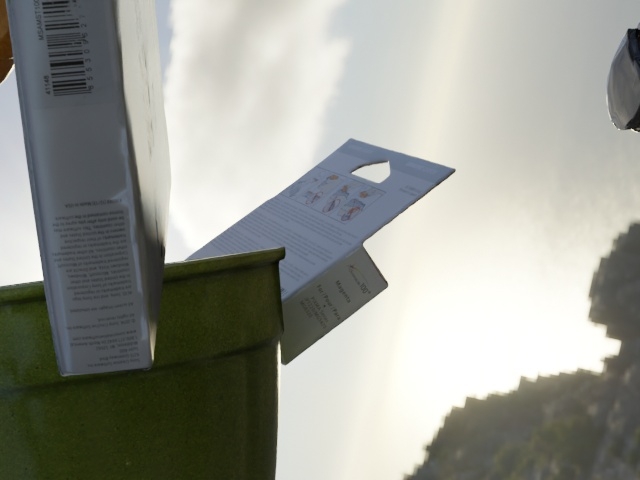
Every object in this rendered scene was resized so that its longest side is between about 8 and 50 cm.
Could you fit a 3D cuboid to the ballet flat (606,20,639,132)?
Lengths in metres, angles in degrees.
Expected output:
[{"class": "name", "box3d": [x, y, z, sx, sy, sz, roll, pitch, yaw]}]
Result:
[{"class": "ballet flat", "box3d": [0.242, -0.155, 0.781, 0.250, 0.058, 0.084, 106, 161, -51]}]

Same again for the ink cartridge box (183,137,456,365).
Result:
[{"class": "ink cartridge box", "box3d": [0.000, 0.000, 1.318, 0.060, 0.239, 0.275, 58, 168, -20]}]

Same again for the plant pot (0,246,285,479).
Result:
[{"class": "plant pot", "box3d": [-0.184, 0.203, 1.055, 0.366, 0.366, 0.353, -9, -89, -86]}]

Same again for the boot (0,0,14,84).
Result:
[{"class": "boot", "box3d": [-0.292, -0.208, 1.243, 0.211, 0.104, 0.295, -55, 18, -5]}]

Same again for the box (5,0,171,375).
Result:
[{"class": "box", "box3d": [-0.130, -0.092, 0.784, 0.322, 0.058, 0.232, -99, 5, -70]}]
